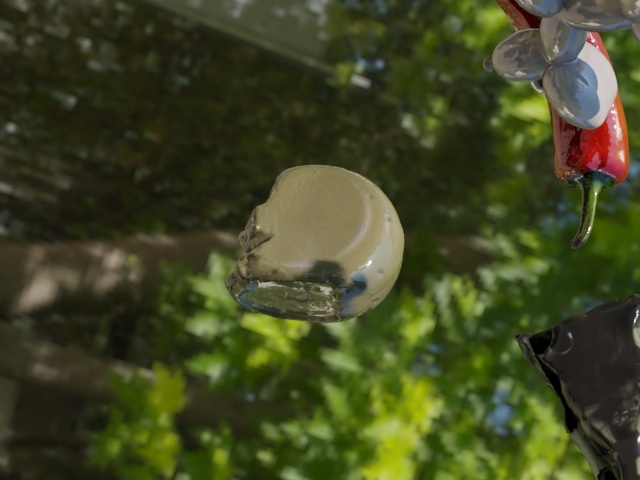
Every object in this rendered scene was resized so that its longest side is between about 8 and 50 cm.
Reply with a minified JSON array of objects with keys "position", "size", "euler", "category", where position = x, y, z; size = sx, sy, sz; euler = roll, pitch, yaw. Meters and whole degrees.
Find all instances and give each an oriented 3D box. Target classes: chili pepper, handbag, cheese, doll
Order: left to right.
[{"position":[0.000,0.000,1.951],"size":[0.202,0.175,0.091],"euler":[-80,168,-48],"category":"cheese"},{"position":[0.247,-0.179,2.021],"size":[0.092,0.137,0.368],"euler":[-30,-99,62],"category":"chili pepper"},{"position":[0.177,-0.144,1.260],"size":[0.059,0.161,0.160],"euler":[-62,146,-38],"category":"doll"},{"position":[0.304,0.281,1.589],"size":[0.180,0.317,0.416],"euler":[-20,-130,16],"category":"handbag"}]
